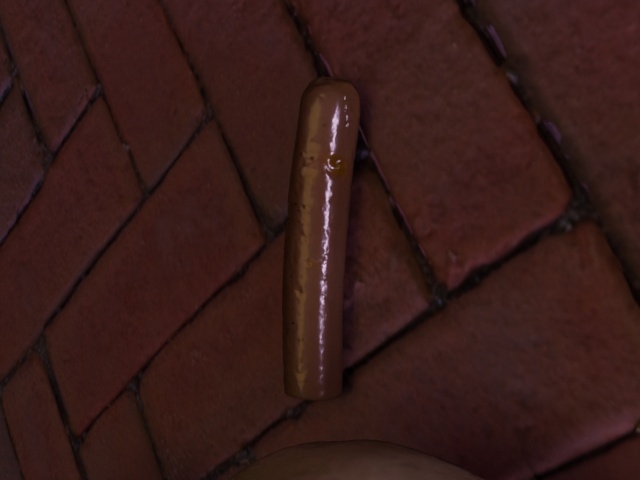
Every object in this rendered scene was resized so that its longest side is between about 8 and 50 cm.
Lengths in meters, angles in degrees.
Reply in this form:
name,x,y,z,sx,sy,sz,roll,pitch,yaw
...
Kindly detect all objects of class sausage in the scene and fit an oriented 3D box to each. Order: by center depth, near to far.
name,x,y,z,sx,sy,sz,roll,pitch,yaw
sausage,-0.002,0.000,0.931,0.066,0.066,0.301,11,99,46

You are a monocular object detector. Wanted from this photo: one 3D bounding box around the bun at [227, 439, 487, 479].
name,x,y,z,sx,sy,sz,roll,pitch,yaw
bun,0.038,0.306,0.769,0.202,0.364,0.364,-94,17,-72
